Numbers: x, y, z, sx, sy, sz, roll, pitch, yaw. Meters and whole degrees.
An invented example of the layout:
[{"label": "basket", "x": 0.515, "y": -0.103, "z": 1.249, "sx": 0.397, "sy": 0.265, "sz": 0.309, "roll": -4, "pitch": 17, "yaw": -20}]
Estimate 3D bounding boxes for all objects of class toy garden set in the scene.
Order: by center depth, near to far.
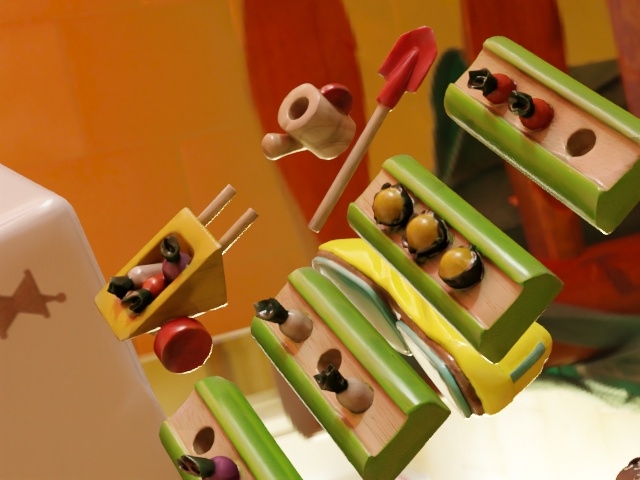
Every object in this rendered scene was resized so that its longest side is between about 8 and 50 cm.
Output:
[{"label": "toy garden set", "x": 0.000, "y": 0.000, "z": 0.522, "sx": 0.244, "sy": 0.049, "sz": 0.204, "roll": -50, "pitch": 41, "yaw": 6}]

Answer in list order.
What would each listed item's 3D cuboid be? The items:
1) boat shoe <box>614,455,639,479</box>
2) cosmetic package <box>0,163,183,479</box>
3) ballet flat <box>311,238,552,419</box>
[{"label": "boat shoe", "x": 0.170, "y": 0.134, "z": 0.607, "sx": 0.142, "sy": 0.049, "sz": 0.040, "roll": 105, "pitch": 150, "yaw": -49}, {"label": "cosmetic package", "x": -0.306, "y": 0.151, "z": 0.829, "sx": 0.393, "sy": 0.327, "sz": 0.329, "roll": 19, "pitch": 133, "yaw": 63}, {"label": "ballet flat", "x": 0.071, "y": 0.041, "z": 0.749, "sx": 0.077, "sy": 0.077, "sz": 0.231, "roll": 58, "pitch": 171, "yaw": -26}]
